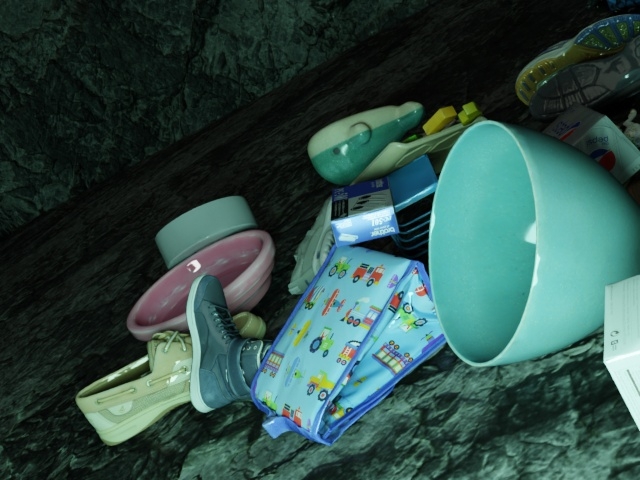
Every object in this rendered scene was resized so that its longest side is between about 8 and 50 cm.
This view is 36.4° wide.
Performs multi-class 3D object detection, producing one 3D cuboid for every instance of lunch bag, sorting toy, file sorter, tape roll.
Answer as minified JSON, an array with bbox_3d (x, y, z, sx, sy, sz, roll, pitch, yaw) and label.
[{"bbox_3d":[0.021,0.158,1.380,0.293,0.138,0.221,-47,25,-15],"label":"lunch bag"},{"bbox_3d":[0.195,-0.178,1.778,0.229,0.041,0.307,-18,-15,-32],"label":"sorting toy"},{"bbox_3d":[0.166,-0.058,1.702,0.118,0.104,0.170,-28,20,9],"label":"file sorter"},{"bbox_3d":[-0.246,-0.013,2.124,0.219,0.072,0.219,-26,-11,-6],"label":"tape roll"}]

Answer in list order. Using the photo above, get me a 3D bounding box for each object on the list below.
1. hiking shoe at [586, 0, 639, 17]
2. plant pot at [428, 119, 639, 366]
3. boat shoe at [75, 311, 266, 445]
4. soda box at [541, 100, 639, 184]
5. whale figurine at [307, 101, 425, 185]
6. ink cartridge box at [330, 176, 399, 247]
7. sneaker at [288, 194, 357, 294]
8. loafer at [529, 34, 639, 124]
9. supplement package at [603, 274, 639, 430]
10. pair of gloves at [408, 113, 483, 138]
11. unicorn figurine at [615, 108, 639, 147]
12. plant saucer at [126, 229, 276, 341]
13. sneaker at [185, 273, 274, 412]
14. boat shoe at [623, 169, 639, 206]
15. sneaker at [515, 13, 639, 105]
[{"bbox_3d":[0.697,-0.523,2.102,0.132,0.113,0.304,-59,21,13],"label":"hiking shoe"},{"bbox_3d":[0.276,0.006,1.182,0.196,0.290,0.290,2,11,-17],"label":"plant pot"},{"bbox_3d":[-0.251,0.213,1.654,0.341,0.110,0.121,-34,19,-6],"label":"boat shoe"},{"bbox_3d":[0.393,-0.134,1.451,0.098,0.091,0.286,-44,4,12],"label":"soda box"},{"bbox_3d":[0.111,-0.211,2.126,0.272,0.141,0.216,-22,0,8],"label":"whale figurine"},{"bbox_3d":[0.068,-0.047,1.528,0.097,0.046,0.207,-13,15,6],"label":"ink cartridge box"},{"bbox_3d":[0.000,0.000,1.811,0.115,0.105,0.281,-23,21,23],"label":"sneaker"},{"bbox_3d":[0.530,-0.280,1.762,0.303,0.095,0.109,-27,49,27],"label":"loafer"},{"bbox_3d":[0.406,0.091,0.905,0.244,0.139,0.134,-20,23,26],"label":"supplement package"},{"bbox_3d":[0.244,-0.218,2.037,0.204,0.042,0.240,-28,9,14],"label":"pair of gloves"},{"bbox_3d":[0.535,-0.187,1.546,0.162,0.060,0.111,-39,13,31],"label":"unicorn figurine"},{"bbox_3d":[-0.223,0.105,1.928,0.332,0.084,0.332,-27,20,11],"label":"plant saucer"},{"bbox_3d":[-0.131,0.148,1.549,0.163,0.086,0.226,-20,66,33],"label":"sneaker"},{"bbox_3d":[0.449,-0.061,1.335,0.060,0.064,0.178,-25,17,25],"label":"boat shoe"},{"bbox_3d":[0.524,-0.378,1.944,0.297,0.111,0.131,-23,20,22],"label":"sneaker"}]
